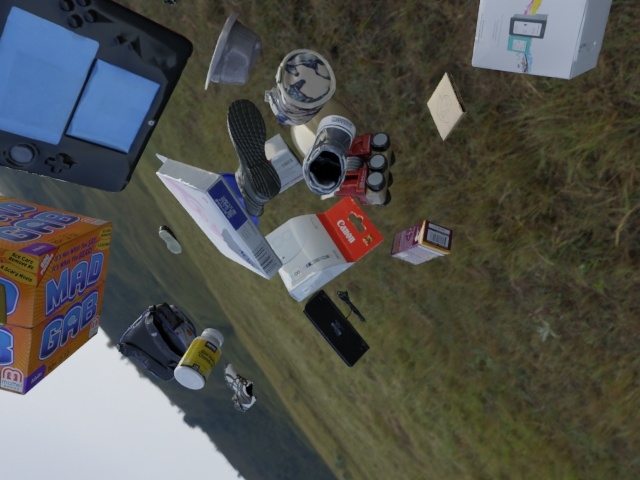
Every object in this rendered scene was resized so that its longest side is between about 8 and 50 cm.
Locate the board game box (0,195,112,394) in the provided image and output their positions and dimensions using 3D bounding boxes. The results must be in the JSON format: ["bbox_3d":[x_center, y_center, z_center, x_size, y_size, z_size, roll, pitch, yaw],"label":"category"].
[{"bbox_3d":[-0.808,0.115,1.313,0.357,0.356,0.356,14,-165,0],"label":"board game box"}]

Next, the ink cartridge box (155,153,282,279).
[{"bbox_3d":[-0.286,-0.064,1.344,0.330,0.071,0.324,20,151,43],"label":"ink cartridge box"}]

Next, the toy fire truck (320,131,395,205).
[{"bbox_3d":[0.103,-0.210,1.605,0.246,0.217,0.158,1,156,19],"label":"toy fire truck"}]

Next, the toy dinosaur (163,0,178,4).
[{"bbox_3d":[-0.363,-0.712,1.251,0.164,0.218,0.322,32,-177,10],"label":"toy dinosaur"}]

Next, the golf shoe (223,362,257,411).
[{"bbox_3d":[-0.300,0.544,1.936,0.198,0.094,0.077,60,-170,28],"label":"golf shoe"}]

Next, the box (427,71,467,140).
[{"bbox_3d":[0.451,-0.477,1.824,0.201,0.021,0.164,115,138,-72],"label":"box"}]

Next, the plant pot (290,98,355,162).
[{"bbox_3d":[0.030,-0.364,1.905,0.256,0.256,0.274,55,-170,-33],"label":"plant pot"}]

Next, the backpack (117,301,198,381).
[{"bbox_3d":[-0.615,0.405,2.014,0.263,0.276,0.213,49,-155,6],"label":"backpack"}]

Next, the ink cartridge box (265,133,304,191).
[{"bbox_3d":[-0.135,-0.237,1.605,0.072,0.127,0.175,62,-173,26],"label":"ink cartridge box"}]

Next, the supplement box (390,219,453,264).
[{"bbox_3d":[0.313,0.009,1.588,0.104,0.080,0.188,20,161,-17],"label":"supplement box"}]

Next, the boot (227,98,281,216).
[{"bbox_3d":[-0.174,-0.183,1.176,0.161,0.083,0.246,-30,76,64],"label":"boot"}]

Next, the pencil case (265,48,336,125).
[{"bbox_3d":[-0.069,-0.454,1.551,0.410,0.184,0.159,-150,56,-80],"label":"pencil case"}]

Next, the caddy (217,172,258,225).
[{"bbox_3d":[-0.417,-0.155,2.266,0.341,0.241,0.179,69,-178,-55],"label":"caddy"}]

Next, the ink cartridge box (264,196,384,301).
[{"bbox_3d":[0.000,0.000,1.900,0.091,0.385,0.308,49,-173,-46],"label":"ink cartridge box"}]

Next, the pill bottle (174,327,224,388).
[{"bbox_3d":[-0.382,0.374,1.631,0.103,0.184,0.103,10,131,12],"label":"pill bottle"}]

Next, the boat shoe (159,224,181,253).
[{"bbox_3d":[-0.561,-0.004,1.912,0.042,0.049,0.133,-101,-9,-45],"label":"boat shoe"}]

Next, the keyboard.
[{"bbox_3d":[0.084,0.326,2.027,0.317,0.201,0.033,52,157,-7],"label":"keyboard"}]

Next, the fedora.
[{"bbox_3d":[-0.269,-0.581,1.624,0.124,0.243,0.275,22,150,-13],"label":"fedora"}]

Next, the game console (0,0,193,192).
[{"bbox_3d":[-0.474,-0.285,0.983,0.342,0.386,0.060,17,-152,-39],"label":"game console"}]

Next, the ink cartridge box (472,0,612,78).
[{"bbox_3d":[0.580,-0.556,1.340,0.270,0.198,0.197,24,129,36],"label":"ink cartridge box"}]

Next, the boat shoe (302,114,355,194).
[{"bbox_3d":[0.012,-0.160,1.166,0.108,0.102,0.301,17,158,-5],"label":"boat shoe"}]

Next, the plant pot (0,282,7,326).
[{"bbox_3d":[-0.732,0.053,0.944,0.254,0.254,0.239,116,147,-80],"label":"plant pot"}]
